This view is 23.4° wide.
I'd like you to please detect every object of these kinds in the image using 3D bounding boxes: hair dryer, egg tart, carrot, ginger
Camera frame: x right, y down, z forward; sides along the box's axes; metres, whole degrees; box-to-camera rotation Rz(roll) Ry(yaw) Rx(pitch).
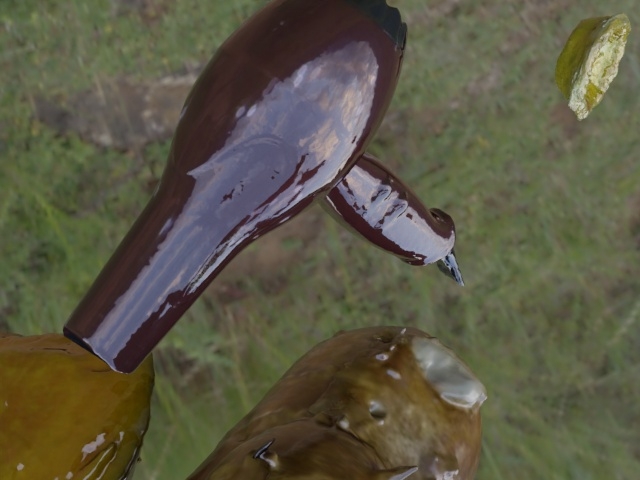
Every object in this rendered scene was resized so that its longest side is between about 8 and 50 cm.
[{"bbox_3d":[0.000,0.000,1.142,0.312,0.123,0.340,-56,139,-3],"label":"hair dryer"},{"bbox_3d":[0.227,-0.153,1.305,0.105,0.039,0.105,-51,159,-28],"label":"egg tart"},{"bbox_3d":[-0.289,0.222,1.256,0.241,0.241,0.340,4,124,-29],"label":"carrot"},{"bbox_3d":[0.014,0.183,1.126,0.254,0.176,0.418,-31,-176,44],"label":"ginger"}]
